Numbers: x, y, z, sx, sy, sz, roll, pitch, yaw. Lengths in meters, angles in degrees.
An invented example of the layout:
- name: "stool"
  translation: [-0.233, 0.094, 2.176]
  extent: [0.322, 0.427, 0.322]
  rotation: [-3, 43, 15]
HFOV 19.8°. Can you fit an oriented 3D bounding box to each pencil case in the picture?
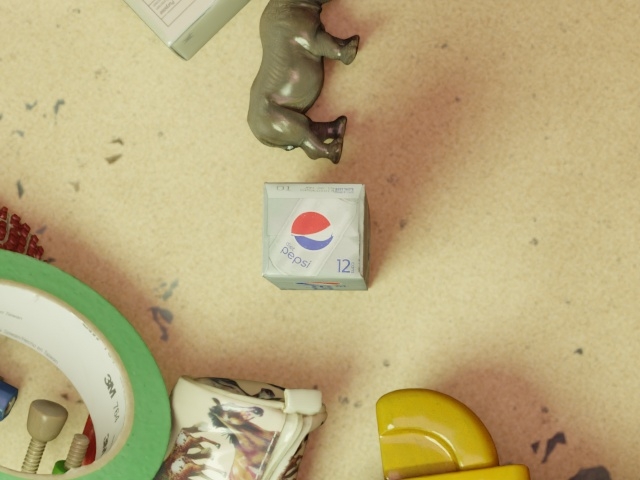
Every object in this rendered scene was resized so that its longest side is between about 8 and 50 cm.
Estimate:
- name: "pencil case"
  translation: [-0.121, 0.326, 1.855]
  extent: [0.183, 0.160, 0.410]
  rotation: [17, 88, 42]

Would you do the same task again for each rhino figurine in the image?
- name: "rhino figurine"
  translation: [-0.014, -0.205, 1.926]
  extent: [0.106, 0.073, 0.243]
  rotation: [8, 86, 1]

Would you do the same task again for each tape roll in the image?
- name: "tape roll"
  translation: [-0.302, 0.152, 1.769]
  extent: [0.321, 0.321, 0.077]
  rotation: [40, 127, 4]

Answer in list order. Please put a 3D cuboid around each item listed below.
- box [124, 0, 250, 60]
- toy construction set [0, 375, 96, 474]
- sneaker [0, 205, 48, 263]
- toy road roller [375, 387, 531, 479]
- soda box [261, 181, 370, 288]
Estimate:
- name: "box"
  translation: [-0.203, -0.349, 1.918]
  extent: [0.148, 0.121, 0.311]
  rotation: [-42, 86, 1]
- name: "toy construction set"
  translation: [-0.393, 0.257, 1.884]
  extent: [0.308, 0.257, 0.237]
  rotation: [14, 107, -18]
- name: "sneaker"
  translation: [-0.379, -0.003, 1.942]
  extent: [0.225, 0.088, 0.093]
  rotation: [44, 118, -1]
- name: "toy road roller"
  translation: [0.169, 0.263, 1.834]
  extent: [0.329, 0.202, 0.241]
  rotation: [-8, 76, 4]
- name: "soda box"
  translation: [0.000, 0.000, 1.807]
  extent: [0.098, 0.286, 0.091]
  rotation: [1, 86, 3]
